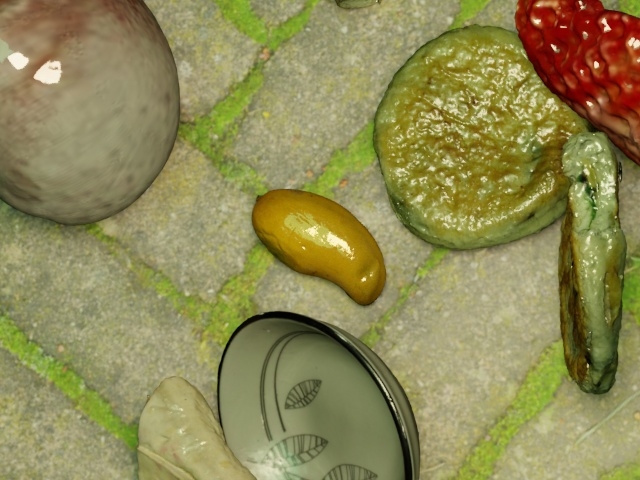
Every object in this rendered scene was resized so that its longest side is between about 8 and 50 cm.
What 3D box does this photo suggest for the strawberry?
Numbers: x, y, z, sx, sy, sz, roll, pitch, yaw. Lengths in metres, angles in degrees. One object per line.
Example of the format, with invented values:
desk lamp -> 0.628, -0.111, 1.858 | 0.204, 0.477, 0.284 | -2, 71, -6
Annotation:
strawberry -> 0.356, -0.166, 1.834 | 0.336, 0.265, 0.149 | 33, 101, 19

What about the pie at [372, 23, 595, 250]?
pie -> 0.190, -0.120, 1.947 | 0.277, 0.078, 0.277 | -3, 73, 11

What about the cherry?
cherry -> -0.312, -0.172, 1.933 | 0.291, 0.335, 0.326 | -15, 106, -6

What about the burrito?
burrito -> -0.111, 0.308, 1.872 | 0.105, 0.143, 0.299 | -22, 61, -34

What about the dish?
dish -> 0.019, 0.213, 1.850 | 0.106, 0.316, 0.316 | -20, 70, -39

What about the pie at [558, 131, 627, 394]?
pie -> 0.296, 0.024, 1.783 | 0.066, 0.302, 0.303 | -2, 78, 5

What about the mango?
mango -> 0.000, 0.000, 1.955 | 0.190, 0.075, 0.098 | 33, 102, 12

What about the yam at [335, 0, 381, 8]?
yam -> 0.034, -0.473, 2.042 | 0.083, 0.083, 0.372 | -8, 78, 10
